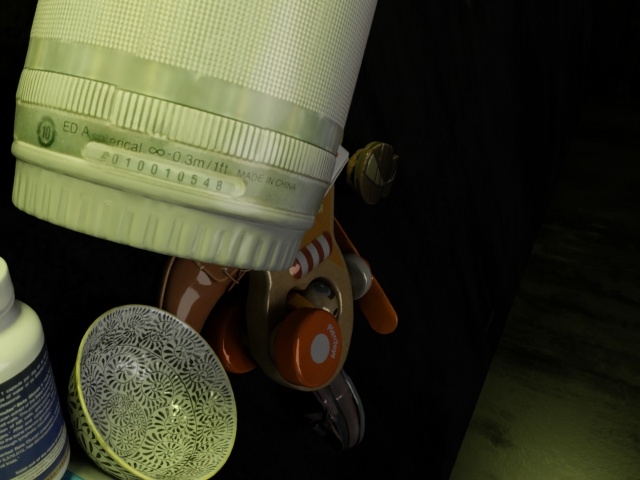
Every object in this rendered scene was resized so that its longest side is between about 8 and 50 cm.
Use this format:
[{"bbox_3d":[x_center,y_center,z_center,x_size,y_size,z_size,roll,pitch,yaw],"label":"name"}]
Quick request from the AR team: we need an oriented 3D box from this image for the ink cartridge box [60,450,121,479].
[{"bbox_3d":[-0.204,0.342,0.490,0.307,0.223,0.129,-65,153,-16],"label":"ink cartridge box"}]

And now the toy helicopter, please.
[{"bbox_3d":[0.000,0.000,0.790,0.235,0.140,0.355,7,85,-50],"label":"toy helicopter"}]

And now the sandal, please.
[{"bbox_3d":[0.072,-0.106,0.964,0.219,0.060,0.090,-28,137,-74],"label":"sandal"}]

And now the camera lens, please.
[{"bbox_3d":[-0.081,-0.136,0.460,0.219,0.219,0.274,9,97,-63],"label":"camera lens"}]

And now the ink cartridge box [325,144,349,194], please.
[{"bbox_3d":[-0.053,-0.087,0.643,0.135,0.056,0.099,41,61,-15],"label":"ink cartridge box"}]

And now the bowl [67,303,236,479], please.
[{"bbox_3d":[-0.164,0.150,0.588,0.080,0.170,0.170,-35,167,25],"label":"bowl"}]

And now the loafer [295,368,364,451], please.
[{"bbox_3d":[-0.013,0.204,0.943,0.095,0.109,0.302,-33,128,-28],"label":"loafer"}]

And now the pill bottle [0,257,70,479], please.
[{"bbox_3d":[-0.231,0.096,0.443,0.094,0.094,0.169,-38,137,-49],"label":"pill bottle"}]

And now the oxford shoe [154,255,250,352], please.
[{"bbox_3d":[-0.105,0.023,0.669,0.212,0.076,0.076,-68,155,-7],"label":"oxford shoe"}]
